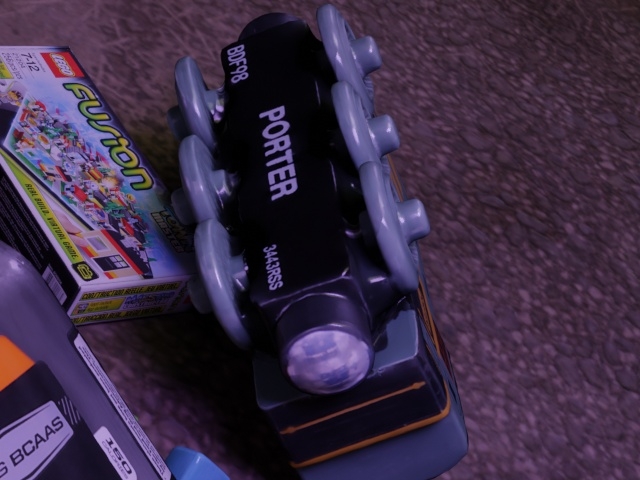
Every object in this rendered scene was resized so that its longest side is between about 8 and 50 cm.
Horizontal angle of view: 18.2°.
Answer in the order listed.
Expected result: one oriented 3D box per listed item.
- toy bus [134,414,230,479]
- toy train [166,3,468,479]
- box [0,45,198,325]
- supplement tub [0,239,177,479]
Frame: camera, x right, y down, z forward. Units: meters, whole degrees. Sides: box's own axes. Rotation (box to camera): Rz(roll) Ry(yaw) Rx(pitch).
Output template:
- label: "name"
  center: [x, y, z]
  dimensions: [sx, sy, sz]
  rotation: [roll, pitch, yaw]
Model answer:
- label: "toy bus"
  center: [-0.101, 0.152, 0.978]
  dimensions: [0.191, 0.104, 0.202]
  rotation: [42, -16, -34]
- label: "toy train"
  center: [0.000, 0.000, 1.201]
  dimensions: [0.334, 0.142, 0.190]
  rotation: [-102, 170, -53]
- label: "box"
  center: [-0.159, -0.038, 1.230]
  dimensions: [0.114, 0.036, 0.207]
  rotation: [-6, 51, -45]
- label: "supplement tub"
  center: [-0.146, 0.142, 0.775]
  dimensions: [0.338, 0.207, 0.207]
  rotation: [57, 34, -6]
